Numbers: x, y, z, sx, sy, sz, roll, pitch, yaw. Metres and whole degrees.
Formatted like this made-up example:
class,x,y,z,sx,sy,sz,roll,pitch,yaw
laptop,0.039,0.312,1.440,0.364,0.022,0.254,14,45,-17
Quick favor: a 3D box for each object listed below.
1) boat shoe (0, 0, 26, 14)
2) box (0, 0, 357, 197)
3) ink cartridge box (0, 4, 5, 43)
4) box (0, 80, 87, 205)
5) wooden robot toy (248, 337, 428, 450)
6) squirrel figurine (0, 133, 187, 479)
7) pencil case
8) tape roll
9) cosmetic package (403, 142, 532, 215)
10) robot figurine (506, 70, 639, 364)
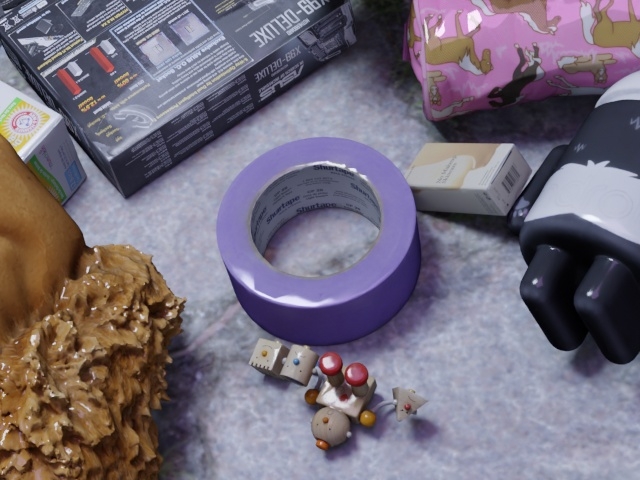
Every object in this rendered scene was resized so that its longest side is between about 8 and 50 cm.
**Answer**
class,x,y,z,sx,sy,sz,roll,pitch,yaw
boat shoe,-0.327,-0.303,1.634,0.125,0.038,0.046,-40,62,-15
box,-0.154,-0.223,1.538,0.307,0.076,0.242,-36,61,-13
ink cartridge box,-0.449,-0.245,1.603,0.181,0.061,0.104,24,65,21
box,-0.354,-0.103,1.473,0.203,0.114,0.103,29,66,22
wooden robot toy,0.006,0.146,1.300,0.173,0.076,0.079,19,75,19
squirrel figurine,-0.301,0.108,1.206,0.397,0.281,0.370,22,27,-10
pencil case,0.271,-0.210,1.417,0.386,0.167,0.160,-7,67,4
tape roll,0.000,0.000,1.380,0.189,0.080,0.189,-4,59,7
cosmetic package,0.138,-0.060,1.387,0.115,0.041,0.060,4,53,47
robot figurine,0.289,-0.026,1.302,0.209,0.173,0.278,30,67,8
